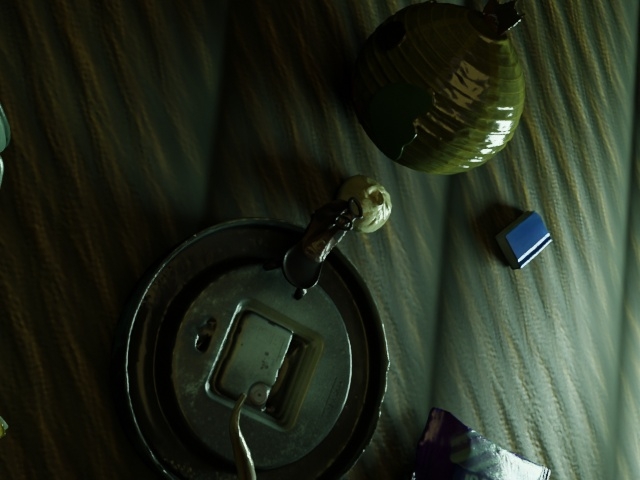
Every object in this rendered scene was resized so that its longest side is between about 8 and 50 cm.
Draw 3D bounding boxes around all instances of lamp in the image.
[{"bbox_3d":[0.178,-0.226,1.400,0.250,0.284,0.250,23,41,-21],"label":"lamp"}]

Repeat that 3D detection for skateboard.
[{"bbox_3d":[0.000,0.000,1.298,0.067,0.080,0.151,43,62,-13],"label":"skateboard"}]

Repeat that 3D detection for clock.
[{"bbox_3d":[-0.087,0.162,1.320,0.386,0.076,0.386,4,82,-31],"label":"clock"}]

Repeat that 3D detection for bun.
[{"bbox_3d":[0.067,-0.053,1.448,0.086,0.055,0.086,4,82,-32],"label":"bun"}]

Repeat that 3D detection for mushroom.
[{"bbox_3d":[-0.123,0.318,1.211,0.068,0.043,0.306,13,113,-33],"label":"mushroom"}]

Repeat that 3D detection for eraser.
[{"bbox_3d":[0.327,-0.002,1.619,0.085,0.027,0.063,-36,103,-29],"label":"eraser"}]

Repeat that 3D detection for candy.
[{"bbox_3d":[0.245,0.362,1.510,0.275,0.070,0.145,31,61,-23],"label":"candy"}]

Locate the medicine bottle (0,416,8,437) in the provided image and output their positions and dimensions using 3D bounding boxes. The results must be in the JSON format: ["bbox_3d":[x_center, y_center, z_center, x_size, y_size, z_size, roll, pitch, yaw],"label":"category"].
[{"bbox_3d":[-0.477,0.183,1.042,0.250,0.141,0.137,-23,101,-31],"label":"medicine bottle"}]

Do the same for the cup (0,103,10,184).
[{"bbox_3d":[-0.504,-0.071,0.960,0.392,0.310,0.401,-46,106,-21],"label":"cup"}]
